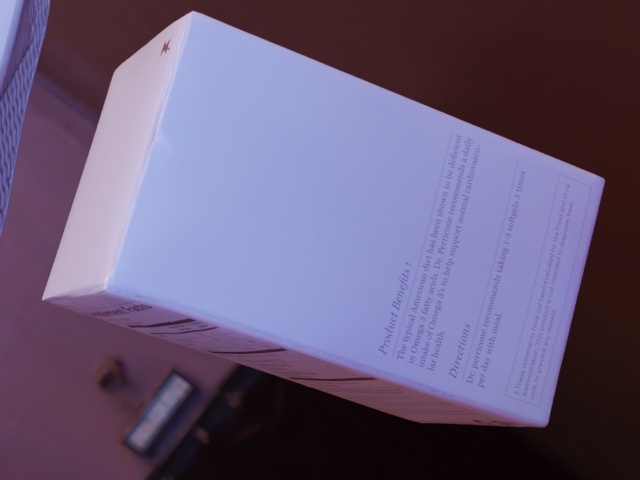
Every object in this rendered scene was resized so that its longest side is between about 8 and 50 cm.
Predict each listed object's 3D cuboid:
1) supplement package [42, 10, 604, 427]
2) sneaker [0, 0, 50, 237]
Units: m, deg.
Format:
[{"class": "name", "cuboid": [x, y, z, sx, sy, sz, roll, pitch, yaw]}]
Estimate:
[{"class": "supplement package", "cuboid": [0.000, 0.000, 0.573, 0.105, 0.179, 0.105, -12, 59, 67]}, {"class": "sneaker", "cuboid": [-0.230, -0.053, 0.716, 0.094, 0.151, 0.255, 94, -177, -58]}]
